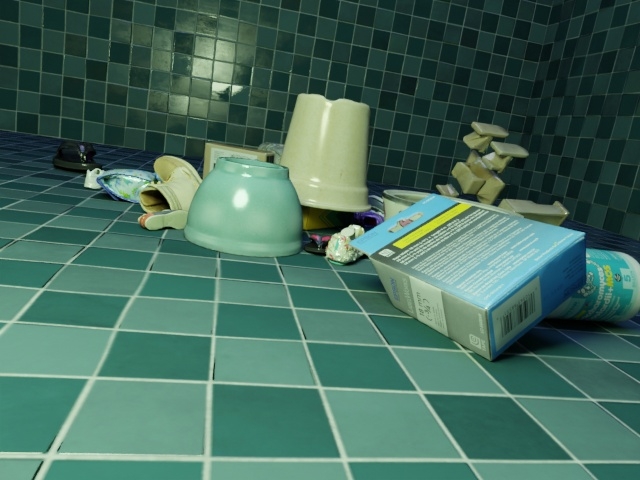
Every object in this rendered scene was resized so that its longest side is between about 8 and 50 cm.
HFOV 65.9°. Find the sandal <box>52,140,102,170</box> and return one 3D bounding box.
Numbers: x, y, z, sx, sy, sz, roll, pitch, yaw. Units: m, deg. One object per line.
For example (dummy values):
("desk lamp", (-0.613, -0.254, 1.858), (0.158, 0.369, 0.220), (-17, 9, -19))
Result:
("sandal", (-0.985, -0.351, 1.977), (0.167, 0.107, 0.445), (1, 15, -34))

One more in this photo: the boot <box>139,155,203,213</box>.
("boot", (-0.431, -0.150, 1.387), (0.262, 0.095, 0.203), (42, 27, 18))

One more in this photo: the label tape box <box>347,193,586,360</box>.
("label tape box", (0.245, 0.040, 0.878), (0.240, 0.106, 0.333), (-29, 29, -23))

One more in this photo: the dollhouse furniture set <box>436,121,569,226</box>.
("dollhouse furniture set", (0.659, -0.169, 1.814), (0.256, 0.362, 0.394), (2, 42, -25))

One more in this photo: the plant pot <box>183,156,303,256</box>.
("plant pot", (-0.174, -0.094, 1.195), (0.292, 0.197, 0.293), (8, 12, -2))

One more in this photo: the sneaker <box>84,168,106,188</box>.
("sneaker", (-0.715, -0.205, 1.624), (0.053, 0.061, 0.152), (9, 11, 8))

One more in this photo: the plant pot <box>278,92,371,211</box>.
("plant pot", (0.020, -0.270, 1.492), (0.333, 0.306, 0.334), (10, 12, -2))

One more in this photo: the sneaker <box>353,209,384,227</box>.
("sneaker", (0.144, -0.083, 1.682), (0.169, 0.069, 0.071), (18, 21, 33))

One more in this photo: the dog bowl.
("dog bowl", (0.369, -0.039, 1.448), (0.407, 0.151, 0.408), (9, 11, -2))

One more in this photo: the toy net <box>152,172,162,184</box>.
("toy net", (-0.455, -0.148, 1.574), (0.232, 0.045, 0.122), (29, -20, 36))

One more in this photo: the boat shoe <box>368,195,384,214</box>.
("boat shoe", (0.156, -0.110, 1.818), (0.099, 0.116, 0.319), (-44, 45, -17))

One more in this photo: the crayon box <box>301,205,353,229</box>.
("crayon box", (-0.057, -0.099, 1.568), (0.202, 0.081, 0.318), (18, 14, 33))

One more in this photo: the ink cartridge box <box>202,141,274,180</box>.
("ink cartridge box", (-0.292, -0.232, 1.738), (0.234, 0.194, 0.088), (11, 15, 14))

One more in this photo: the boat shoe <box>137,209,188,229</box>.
("boat shoe", (-0.376, -0.052, 1.208), (0.043, 0.049, 0.137), (16, 19, 40))

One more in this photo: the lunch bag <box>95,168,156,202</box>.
("lunch bag", (-0.581, -0.170, 1.480), (0.151, 0.097, 0.129), (16, 10, -16))

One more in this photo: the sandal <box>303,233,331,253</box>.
("sandal", (0.000, 0.000, 1.252), (0.067, 0.040, 0.179), (11, 12, 6))

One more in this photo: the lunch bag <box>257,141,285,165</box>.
("lunch bag", (-0.114, -0.311, 2.183), (0.304, 0.213, 0.256), (-1, 15, -37))

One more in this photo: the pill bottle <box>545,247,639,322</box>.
("pill bottle", (0.487, 0.084, 0.977), (0.263, 0.147, 0.146), (5, 13, -15))

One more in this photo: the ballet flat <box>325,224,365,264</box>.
("ballet flat", (0.079, 0.002, 1.218), (0.091, 0.077, 0.241), (12, 12, 13))
